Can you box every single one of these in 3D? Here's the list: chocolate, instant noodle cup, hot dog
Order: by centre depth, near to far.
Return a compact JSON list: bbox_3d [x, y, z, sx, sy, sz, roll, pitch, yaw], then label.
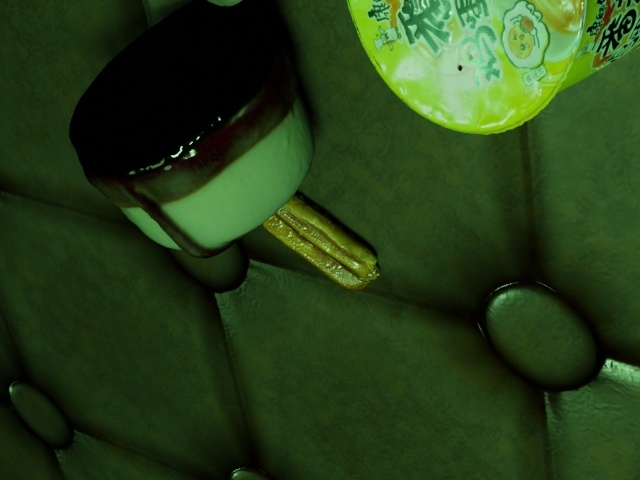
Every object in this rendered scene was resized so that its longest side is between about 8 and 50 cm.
[{"bbox_3d":[0.171,-0.234,1.055,0.264,0.200,0.264,25,125,42],"label":"instant noodle cup"},{"bbox_3d":[-0.122,-0.114,1.434,0.283,0.284,0.186,1,145,40],"label":"chocolate"},{"bbox_3d":[0.000,0.000,1.559,0.165,0.045,0.071,36,138,11],"label":"hot dog"}]

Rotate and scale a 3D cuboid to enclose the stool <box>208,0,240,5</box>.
[{"bbox_3d":[-0.087,-0.302,1.328,0.096,0.110,0.096,22,134,24],"label":"stool"}]
